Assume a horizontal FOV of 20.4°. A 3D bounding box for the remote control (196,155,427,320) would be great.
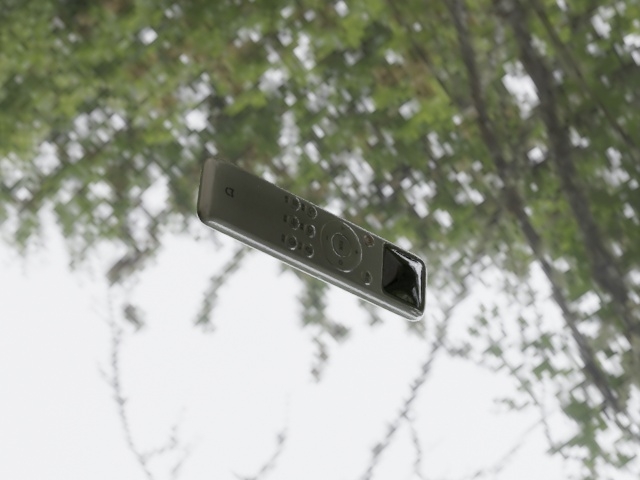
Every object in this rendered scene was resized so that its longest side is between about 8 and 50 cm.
[{"bbox_3d":[0.000,0.000,1.581,0.029,0.261,0.067,-27,-133,43],"label":"remote control"}]
